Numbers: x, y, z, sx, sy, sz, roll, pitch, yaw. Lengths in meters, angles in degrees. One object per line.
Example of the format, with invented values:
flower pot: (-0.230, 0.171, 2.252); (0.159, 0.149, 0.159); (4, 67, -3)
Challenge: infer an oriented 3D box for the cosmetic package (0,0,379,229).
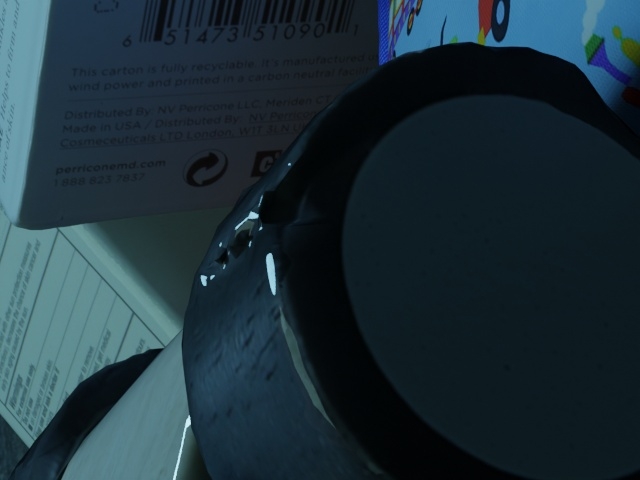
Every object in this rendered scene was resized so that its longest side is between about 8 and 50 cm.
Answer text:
cosmetic package: (-0.063, -0.122, 0.739); (0.184, 0.151, 0.151); (58, 144, 44)

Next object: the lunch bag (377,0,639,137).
lunch bag: (0.088, -0.134, 0.533); (0.221, 0.138, 0.293); (115, 150, -58)

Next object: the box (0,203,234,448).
box: (-0.028, 0.069, 0.834); (0.311, 0.121, 0.148); (47, 137, 22)

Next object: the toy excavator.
toy excavator: (0.104, 0.245, 0.414); (0.222, 0.433, 0.445); (137, 148, -56)
